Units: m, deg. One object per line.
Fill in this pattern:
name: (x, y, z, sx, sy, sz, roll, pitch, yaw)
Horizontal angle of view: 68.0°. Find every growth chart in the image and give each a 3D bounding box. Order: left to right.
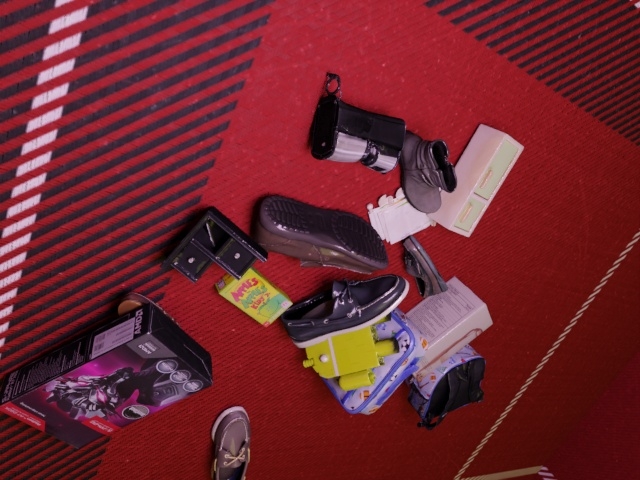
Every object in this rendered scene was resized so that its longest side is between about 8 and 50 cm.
growth chart: (0.232, -0.074, 1.250, 0.238, 0.021, 0.171, -22, 128, -15)

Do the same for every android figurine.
android figurine: (0.065, 0.266, 1.252, 0.273, 0.248, 0.056, -18, 162, 23)

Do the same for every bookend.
bookend: (-0.221, 0.039, 0.999, 0.156, 0.072, 0.157, 42, 96, -11)

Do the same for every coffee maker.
coffee maker: (0.087, -0.237, 0.998, 0.178, 0.120, 0.171, 5, 117, -32)

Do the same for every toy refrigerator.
toy refrigerator: (0.403, -0.150, 1.230, 0.102, 0.094, 0.269, 17, 108, -41)

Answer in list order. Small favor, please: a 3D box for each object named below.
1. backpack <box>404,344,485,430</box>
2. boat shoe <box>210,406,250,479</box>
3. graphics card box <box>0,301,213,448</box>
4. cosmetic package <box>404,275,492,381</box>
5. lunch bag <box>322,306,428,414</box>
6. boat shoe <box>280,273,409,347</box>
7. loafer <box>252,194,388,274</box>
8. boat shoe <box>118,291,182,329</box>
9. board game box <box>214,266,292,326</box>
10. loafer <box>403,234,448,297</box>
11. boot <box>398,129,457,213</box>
backpack: (0.416, 0.444, 1.570, 0.277, 0.213, 0.263, -17, 136, -27)
boat shoe: (-0.260, 0.627, 1.391, 0.117, 0.096, 0.324, -2, 121, -28)
graphics card box: (-0.450, 0.301, 1.024, 0.371, 0.094, 0.232, -27, 130, 5)
cosmetic package: (0.358, 0.272, 1.464, 0.296, 0.153, 0.129, -37, 132, -1)
lunch bag: (0.141, 0.312, 1.306, 0.115, 0.243, 0.303, 27, 105, -43)
boat shoe: (0.047, 0.152, 1.171, 0.340, 0.127, 0.113, -26, 117, 25)
loafer: (0.000, 0.000, 1.122, 0.366, 0.133, 0.130, 20, 136, -27)
boat shoe: (-0.373, 0.177, 1.053, 0.073, 0.073, 0.206, -13, 134, 8)
board game box: (-0.159, 0.131, 1.155, 0.092, 0.043, 0.181, -42, 131, 2)
loafer: (0.285, 0.089, 1.343, 0.084, 0.096, 0.267, -33, 135, 9)
boot: (0.259, -0.138, 1.115, 0.084, 0.161, 0.246, -34, 124, -7)
